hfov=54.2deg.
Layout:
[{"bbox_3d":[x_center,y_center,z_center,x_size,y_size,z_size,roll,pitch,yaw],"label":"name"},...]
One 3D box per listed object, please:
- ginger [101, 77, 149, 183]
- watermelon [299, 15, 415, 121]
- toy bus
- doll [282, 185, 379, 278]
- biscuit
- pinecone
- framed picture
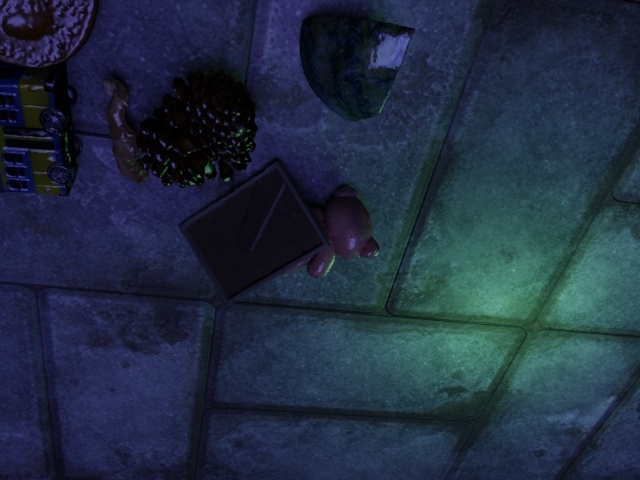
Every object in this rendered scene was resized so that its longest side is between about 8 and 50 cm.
[{"bbox_3d":[-0.443,-0.243,1.424,0.089,0.075,0.288,15,134,11],"label":"ginger"},{"bbox_3d":[0.066,-0.365,1.331,0.176,0.256,0.260,-21,137,-50],"label":"watermelon"},{"bbox_3d":[-0.624,-0.248,1.359,0.175,0.138,0.288,3,128,-10],"label":"toy bus"},{"bbox_3d":[0.000,0.000,1.627,0.303,0.201,0.156,-23,164,19],"label":"doll"},{"bbox_3d":[-0.604,-0.504,1.183,0.367,0.063,0.314,22,108,-14],"label":"biscuit"},{"bbox_3d":[-0.277,-0.231,1.359,0.292,0.246,0.246,-20,129,29],"label":"pinecone"},{"bbox_3d":[-0.173,-0.012,1.580,0.335,0.022,0.247,-31,92,20],"label":"framed picture"}]
